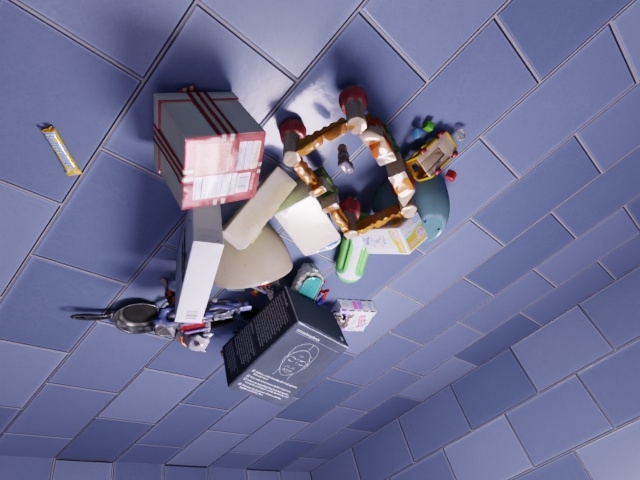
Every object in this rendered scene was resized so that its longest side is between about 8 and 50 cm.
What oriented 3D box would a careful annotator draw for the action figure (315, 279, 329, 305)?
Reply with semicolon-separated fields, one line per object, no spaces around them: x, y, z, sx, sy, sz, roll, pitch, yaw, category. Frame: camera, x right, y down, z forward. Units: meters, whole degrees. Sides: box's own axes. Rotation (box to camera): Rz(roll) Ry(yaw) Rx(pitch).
-0.066;0.302;1.956;0.139;0.091;0.280;-4;134;-25;action figure

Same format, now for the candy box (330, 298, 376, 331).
0.145;0.363;2.102;0.196;0.070;0.164;6;131;-24;candy box

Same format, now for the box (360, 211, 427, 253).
0.249;-0.024;1.516;0.114;0.203;0.103;-36;110;-30;box

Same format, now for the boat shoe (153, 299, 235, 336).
-0.517;0.340;1.803;0.335;0.095;0.112;-17;139;-14;boat shoe

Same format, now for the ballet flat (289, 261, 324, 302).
-0.100;0.263;1.856;0.147;0.147;0.409;13;119;-29;ballet flat

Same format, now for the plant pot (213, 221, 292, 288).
-0.253;0.024;1.516;0.284;0.284;0.190;-12;107;-8;plant pot

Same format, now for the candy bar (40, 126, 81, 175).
-0.730;-0.250;1.226;0.040;0.018;0.161;-13;137;-7;candy bar

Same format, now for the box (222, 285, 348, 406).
-0.146;0.427;1.735;0.395;0.212;0.293;-44;127;13;box

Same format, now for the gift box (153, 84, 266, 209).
-0.302;-0.255;1.205;0.276;0.258;0.255;-11;138;-37;gift box

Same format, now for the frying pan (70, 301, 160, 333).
-0.793;0.318;1.746;0.326;0.053;0.197;-7;135;-13;frying pan

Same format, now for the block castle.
0.103;-0.239;1.393;0.303;0.212;0.453;-23;131;21;block castle

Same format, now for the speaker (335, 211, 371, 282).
0.138;0.032;1.727;0.131;0.131;0.296;-4;135;-16;speaker

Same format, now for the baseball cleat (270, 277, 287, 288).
-0.185;0.126;1.751;0.109;0.072;0.206;-38;134;20;baseball cleat

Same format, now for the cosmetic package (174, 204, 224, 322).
-0.409;0.045;1.438;0.097;0.284;0.377;8;130;-22;cosmetic package

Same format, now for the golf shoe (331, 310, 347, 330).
0.044;0.349;1.961;0.198;0.077;0.094;28;100;-48;golf shoe

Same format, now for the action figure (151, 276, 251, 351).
-0.438;0.263;1.613;0.341;0.330;0.178;-1;135;-18;action figure

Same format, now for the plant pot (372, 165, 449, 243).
0.360;-0.103;1.620;0.290;0.195;0.290;-9;136;-9;plant pot

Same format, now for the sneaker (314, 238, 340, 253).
0.000;0.001;1.698;0.152;0.058;0.084;-19;146;9;sneaker

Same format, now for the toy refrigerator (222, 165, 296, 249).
-0.195;-0.099;1.381;0.094;0.102;0.269;42;71;-15;toy refrigerator

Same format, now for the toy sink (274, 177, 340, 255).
-0.052;-0.087;1.541;0.153;0.131;0.234;-28;131;9;toy sink

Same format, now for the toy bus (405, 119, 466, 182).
0.384;-0.296;1.499;0.202;0.190;0.104;6;175;-23;toy bus

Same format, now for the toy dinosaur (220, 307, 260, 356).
-0.298;0.417;1.961;0.322;0.164;0.218;-43;157;-44;toy dinosaur

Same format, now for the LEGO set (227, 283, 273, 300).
-0.286;0.164;1.709;0.244;0.060;0.182;-1;139;13;LEGO set

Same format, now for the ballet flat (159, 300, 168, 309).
-0.599;0.246;1.732;0.114;0.041;0.041;-39;138;-13;ballet flat
